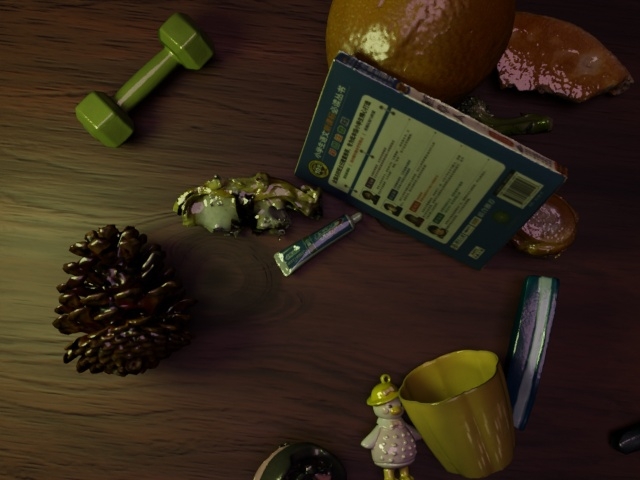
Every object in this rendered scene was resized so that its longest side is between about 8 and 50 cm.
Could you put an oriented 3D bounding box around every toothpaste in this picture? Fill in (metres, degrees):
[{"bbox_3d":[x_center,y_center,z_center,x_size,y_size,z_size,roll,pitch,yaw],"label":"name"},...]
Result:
[{"bbox_3d":[0.000,0.000,1.139,0.197,0.035,0.057,-32,69,-2],"label":"toothpaste"}]

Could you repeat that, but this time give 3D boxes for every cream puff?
[{"bbox_3d":[0.422,-0.032,1.111,0.144,0.103,0.126,25,79,2],"label":"cream puff"}]

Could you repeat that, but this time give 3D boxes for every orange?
[{"bbox_3d":[0.175,-0.390,1.044,0.322,0.322,0.357,35,85,3],"label":"orange"}]

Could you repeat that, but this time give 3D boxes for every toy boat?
[{"bbox_3d":[0.397,0.212,1.092,0.062,0.096,0.299,12,86,11],"label":"toy boat"}]

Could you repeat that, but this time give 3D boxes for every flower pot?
[{"bbox_3d":[0.265,0.322,1.039,0.195,0.195,0.179,-24,96,-3],"label":"flower pot"}]

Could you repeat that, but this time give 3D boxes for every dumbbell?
[{"bbox_3d":[-0.349,-0.319,1.133,0.302,0.121,0.108,-46,115,-6],"label":"dumbbell"}]

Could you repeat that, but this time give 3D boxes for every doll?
[{"bbox_3d":[0.135,0.359,1.079,0.129,0.081,0.207,-3,81,-20],"label":"doll"}]

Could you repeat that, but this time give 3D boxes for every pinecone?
[{"bbox_3d":[-0.358,0.098,1.027,0.246,0.246,0.292,-22,69,-3],"label":"pinecone"}]

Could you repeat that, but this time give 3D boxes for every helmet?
[{"bbox_3d":[-0.045,0.494,1.028,0.198,0.154,0.253,-3,94,-39],"label":"helmet"}]

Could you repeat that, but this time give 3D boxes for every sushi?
[{"bbox_3d":[-0.137,-0.067,1.095,0.291,0.139,0.131,3,92,-2],"label":"sushi"}]

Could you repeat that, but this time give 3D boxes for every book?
[{"bbox_3d":[0.174,-0.125,1.035,0.428,0.300,0.039,28,53,2],"label":"book"}]

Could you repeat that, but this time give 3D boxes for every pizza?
[{"bbox_3d":[0.462,-0.370,1.163,0.365,0.074,0.182,18,82,1],"label":"pizza"}]

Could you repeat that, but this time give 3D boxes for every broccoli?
[{"bbox_3d":[0.343,-0.221,1.091,0.204,0.122,0.118,8,47,39],"label":"broccoli"}]

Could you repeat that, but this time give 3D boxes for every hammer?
[{"bbox_3d":[0.698,0.337,1.107,0.290,0.037,0.137,-22,85,-3],"label":"hammer"}]
